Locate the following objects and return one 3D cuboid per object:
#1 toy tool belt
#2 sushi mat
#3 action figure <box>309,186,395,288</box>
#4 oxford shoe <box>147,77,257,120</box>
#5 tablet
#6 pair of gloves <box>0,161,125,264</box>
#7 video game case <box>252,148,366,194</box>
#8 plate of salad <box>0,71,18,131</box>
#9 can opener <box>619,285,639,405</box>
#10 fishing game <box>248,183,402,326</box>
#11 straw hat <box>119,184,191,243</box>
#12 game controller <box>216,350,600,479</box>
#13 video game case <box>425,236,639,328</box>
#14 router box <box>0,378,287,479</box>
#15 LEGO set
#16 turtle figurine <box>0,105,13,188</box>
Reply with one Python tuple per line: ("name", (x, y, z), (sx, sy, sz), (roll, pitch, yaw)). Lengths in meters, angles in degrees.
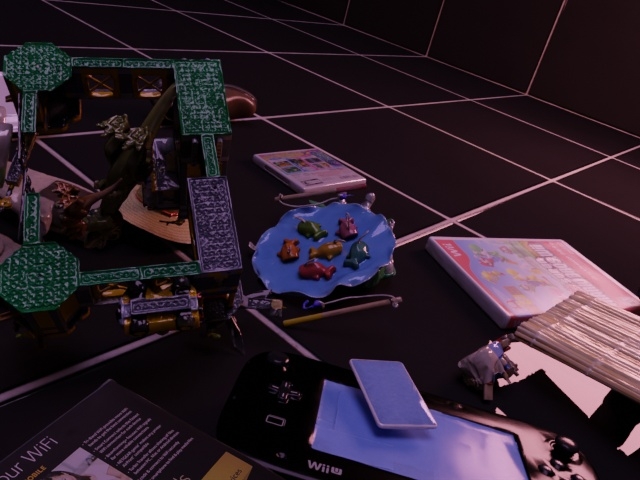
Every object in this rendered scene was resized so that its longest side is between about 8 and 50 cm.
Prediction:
("toy tool belt", (0.193, 0.141, 0.651), (0.083, 0.052, 0.051), (-16, 71, -41))
("sushi mat", (0.380, 0.141, 0.611), (0.151, 0.019, 0.316), (-19, 33, -37))
("action figure", (0.058, -0.003, 0.830), (0.137, 0.064, 0.232), (8, 29, -9))
("oxford shoe", (-0.219, -0.254, 1.155), (0.227, 0.083, 0.096), (-8, 53, -36))
("tablet", (0.060, 0.129, 0.500), (0.054, 0.006, 0.083), (7, 26, -19))
("pair of gloves", (-0.347, -0.015, 0.664), (0.204, 0.042, 0.240), (18, 29, -2))
("video game case", (-0.019, -0.126, 1.063), (0.157, 0.019, 0.143), (-14, 39, -42))
("plate of salad", (-0.517, -0.219, 0.951), (0.199, 0.048, 0.200), (11, 38, -9))
("can opener", (0.439, 0.119, 0.779), (0.095, 0.076, 0.283), (31, 33, 34))
("fishing game", (0.000, 0.000, 0.747), (0.189, 0.041, 0.264), (-8, 38, 4))
("straw hat", (-0.199, -0.060, 0.757), (0.144, 0.061, 0.144), (28, 18, -10))
("game controller", (0.078, 0.173, 0.478), (0.319, 0.067, 0.166), (16, 9, 2))
("video game case", (0.327, 0.057, 0.892), (0.285, 0.025, 0.204), (1, 31, -25))
("router box", (-0.117, 0.228, 0.281), (0.242, 0.081, 0.309), (24, 29, 16))
("LEGO set", (-0.193, -0.029, 0.604), (0.254, 0.192, 0.331), (-13, 66, -20))
("turtle figurine", (-0.467, -0.084, 0.583), (0.266, 0.275, 0.197), (8, -16, -35))
